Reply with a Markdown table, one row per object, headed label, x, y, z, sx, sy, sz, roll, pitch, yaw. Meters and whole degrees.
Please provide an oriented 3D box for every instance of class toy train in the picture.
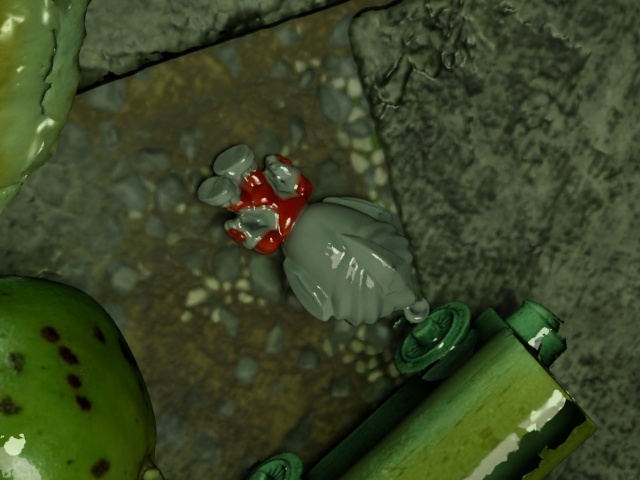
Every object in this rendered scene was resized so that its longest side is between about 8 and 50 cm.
| label | x | y | z | sx | sy | sz | roll | pitch | yaw |
| --- | --- | --- | --- | --- | --- | --- | --- | --- | --- |
| toy train | 0.067 | 0.173 | 1.086 | 0.307 | 0.189 | 0.126 | -42 | 120 | 2 |

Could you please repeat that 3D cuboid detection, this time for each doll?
| label | x | y | z | sx | sy | sz | roll | pitch | yaw |
| --- | --- | --- | --- | --- | --- | --- | --- | --- | --- |
| doll | 0.000 | 0.000 | 1.081 | 0.180 | 0.079 | 0.094 | 35 | 69 | -10 |

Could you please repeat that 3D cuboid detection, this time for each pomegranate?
| label | x | y | z | sx | sy | sz | roll | pitch | yaw |
| --- | --- | --- | --- | --- | --- | --- | --- | --- | --- |
| pomegranate | -0.222 | 0.116 | 0.981 | 0.263 | 0.211 | 0.211 | 19 | 100 | -2 |

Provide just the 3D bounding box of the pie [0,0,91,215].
| label | x | y | z | sx | sy | sz | roll | pitch | yaw |
| --- | --- | --- | --- | --- | --- | --- | --- | --- | --- |
| pie | -0.334 | -0.137 | 0.884 | 0.395 | 0.180 | 0.418 | 26 | 104 | -22 |
